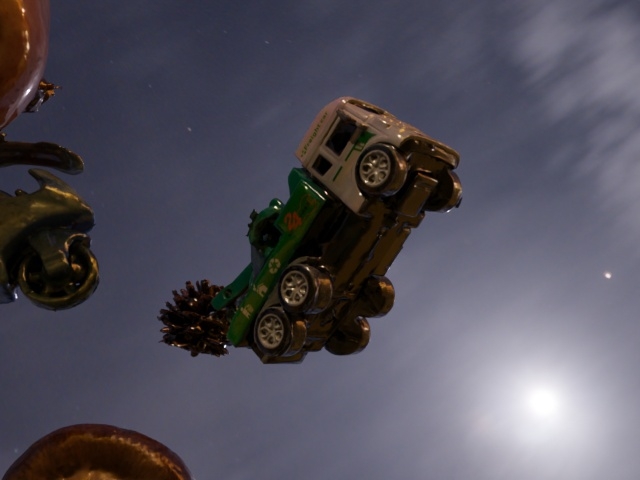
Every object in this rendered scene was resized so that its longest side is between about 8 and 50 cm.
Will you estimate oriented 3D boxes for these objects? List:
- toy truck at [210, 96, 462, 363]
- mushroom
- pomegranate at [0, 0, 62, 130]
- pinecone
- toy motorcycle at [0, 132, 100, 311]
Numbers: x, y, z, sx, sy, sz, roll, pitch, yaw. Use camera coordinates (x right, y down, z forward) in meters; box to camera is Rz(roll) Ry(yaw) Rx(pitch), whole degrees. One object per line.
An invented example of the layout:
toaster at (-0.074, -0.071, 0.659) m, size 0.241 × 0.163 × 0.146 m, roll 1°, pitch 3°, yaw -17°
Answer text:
toy truck at (0.006, 0.003, 0.997) m, size 0.177 × 0.178 × 0.363 m, roll 9°, pitch -59°, yaw -52°
mushroom at (-0.269, 0.371, 1.032) m, size 0.267 × 0.254 × 0.267 m, roll -4°, pitch -83°, yaw -30°
pomegranate at (-0.456, -0.233, 0.952) m, size 0.338 × 0.338 × 0.338 m, roll -9°, pitch -65°, yaw -21°
pinecone at (-0.189, 0.124, 1.292) m, size 0.140 × 0.140 × 0.120 m, roll 17°, pitch -104°, yaw -29°
toy motorcycle at (-0.429, -0.031, 1.028) m, size 0.319 × 0.182 × 0.241 m, roll 3°, pitch -97°, yaw -3°
